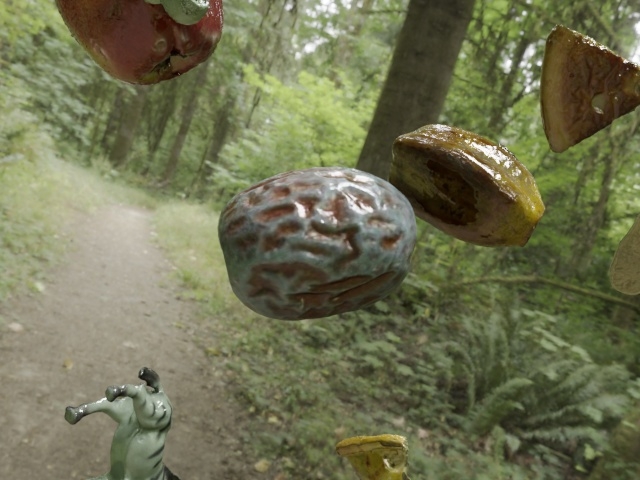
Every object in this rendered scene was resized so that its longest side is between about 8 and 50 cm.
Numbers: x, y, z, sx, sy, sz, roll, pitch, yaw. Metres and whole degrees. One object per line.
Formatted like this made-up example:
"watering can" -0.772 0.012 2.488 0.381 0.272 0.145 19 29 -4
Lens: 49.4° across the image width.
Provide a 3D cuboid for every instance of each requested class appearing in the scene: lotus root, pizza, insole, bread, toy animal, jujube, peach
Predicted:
"lotus root" 0.271 -0.098 1.261 0.291 0.193 0.193 34 9 27
"pizza" 0.156 0.569 1.745 0.188 0.204 0.080 52 40 -9
"insole" 0.510 0.000 1.076 0.081 0.011 0.247 23 -41 23
"bread" -0.249 -0.454 1.130 0.064 0.172 0.232 -9 41 -41
"toy animal" -0.211 0.243 0.798 0.074 0.216 0.176 24 12 34
"jujube" 0.002 0.005 1.107 0.308 0.246 0.215 -17 18 -2
"peach" -0.415 -0.546 1.501 0.339 0.416 0.353 -31 6 -41
"bread" 0.312 -0.166 0.829 0.154 0.135 0.054 21 20 -7

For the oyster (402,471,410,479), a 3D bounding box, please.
"oyster" 0.155 0.511 1.087 0.111 0.204 0.396 -20 21 9
